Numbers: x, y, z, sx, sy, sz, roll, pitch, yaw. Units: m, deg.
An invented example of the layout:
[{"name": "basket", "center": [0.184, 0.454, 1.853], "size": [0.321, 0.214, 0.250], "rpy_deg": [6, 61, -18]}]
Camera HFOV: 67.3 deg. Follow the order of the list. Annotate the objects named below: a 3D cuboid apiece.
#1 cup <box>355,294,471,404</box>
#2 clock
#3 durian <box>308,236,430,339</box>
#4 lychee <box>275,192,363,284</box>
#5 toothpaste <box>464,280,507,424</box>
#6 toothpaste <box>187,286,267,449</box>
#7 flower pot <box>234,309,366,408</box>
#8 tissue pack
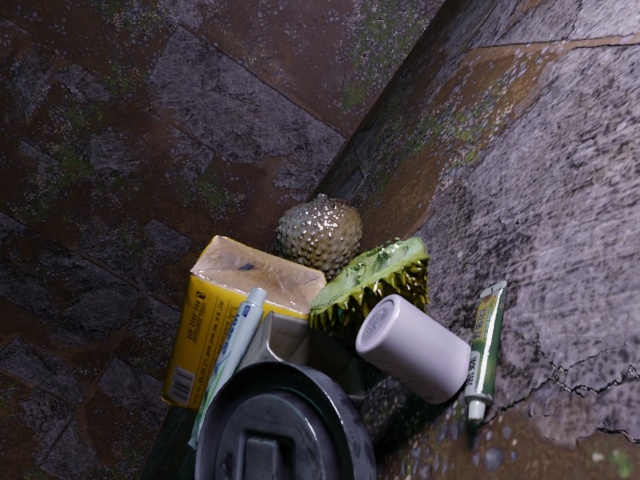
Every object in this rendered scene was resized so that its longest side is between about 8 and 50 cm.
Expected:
[{"name": "cup", "center": [0.118, 0.158, 0.674], "size": [0.136, 0.133, 0.099], "rpy_deg": [-45, 14, 46]}, {"name": "clock", "center": [-0.062, 0.337, 0.696], "size": [0.318, 0.066, 0.319], "rpy_deg": [-13, 69, 36]}, {"name": "durian", "center": [0.068, 0.086, 0.886], "size": [0.394, 0.163, 0.198], "rpy_deg": [165, 115, -76]}, {"name": "lychee", "center": [0.000, 0.000, 1.355], "size": [0.255, 0.255, 0.274], "rpy_deg": [147, 121, -63]}, {"name": "toothpaste", "center": [0.209, 0.136, 0.611], "size": [0.049, 0.031, 0.204], "rpy_deg": [-44, 16, 49]}, {"name": "toothpaste", "center": [-0.167, 0.224, 0.872], "size": [0.075, 0.048, 0.297], "rpy_deg": [-26, 39, 63]}, {"name": "flower pot", "center": [-0.057, 0.274, 0.898], "size": [0.190, 0.239, 0.209], "rpy_deg": [-55, -17, 16]}, {"name": "tissue pack", "center": [-0.186, 0.223, 1.139], "size": [0.228, 0.293, 0.382], "rpy_deg": [-72, 2, -62]}]
